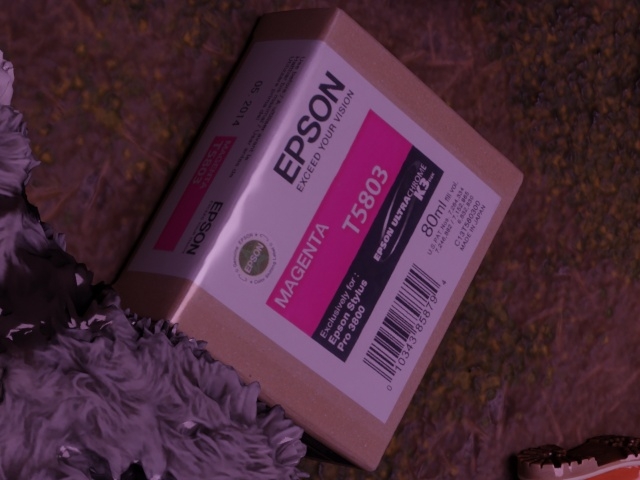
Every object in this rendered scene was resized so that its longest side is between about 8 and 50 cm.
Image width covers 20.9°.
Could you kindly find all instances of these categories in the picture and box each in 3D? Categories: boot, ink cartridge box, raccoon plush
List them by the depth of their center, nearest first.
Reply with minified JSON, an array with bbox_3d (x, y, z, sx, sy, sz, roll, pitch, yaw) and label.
[{"bbox_3d":[-0.151,0.144,0.999,0.216,0.299,0.446,0,60,-21],"label":"raccoon plush"},{"bbox_3d":[0.000,0.000,1.111,0.193,0.088,0.234,38,71,-32],"label":"ink cartridge box"},{"bbox_3d":[0.214,0.192,1.295,0.158,0.059,0.084,-6,98,-27],"label":"boot"}]
